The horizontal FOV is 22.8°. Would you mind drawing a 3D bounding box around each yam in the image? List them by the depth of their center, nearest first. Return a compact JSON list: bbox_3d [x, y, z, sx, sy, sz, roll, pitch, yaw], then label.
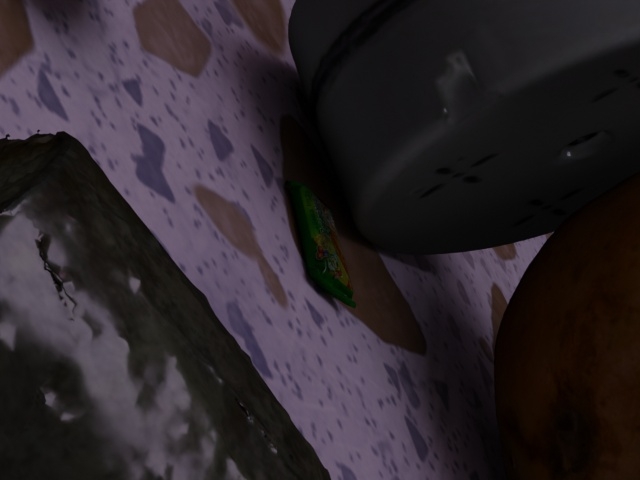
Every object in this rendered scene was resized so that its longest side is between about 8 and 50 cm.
[{"bbox_3d":[-0.071,0.099,0.489,0.268,0.161,0.161,55,20,-13],"label":"yam"}]

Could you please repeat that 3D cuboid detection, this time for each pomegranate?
[{"bbox_3d":[0.330,0.114,1.109,0.410,0.410,0.410,51,22,-29],"label":"pomegranate"}]

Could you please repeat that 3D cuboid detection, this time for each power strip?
[{"bbox_3d":[0.160,-0.129,1.118,0.357,0.358,0.161,22,45,-62],"label":"power strip"}]

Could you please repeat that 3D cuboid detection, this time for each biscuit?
[{"bbox_3d":[0.000,0.000,1.018,0.046,0.016,0.089,41,28,-47],"label":"biscuit"}]
